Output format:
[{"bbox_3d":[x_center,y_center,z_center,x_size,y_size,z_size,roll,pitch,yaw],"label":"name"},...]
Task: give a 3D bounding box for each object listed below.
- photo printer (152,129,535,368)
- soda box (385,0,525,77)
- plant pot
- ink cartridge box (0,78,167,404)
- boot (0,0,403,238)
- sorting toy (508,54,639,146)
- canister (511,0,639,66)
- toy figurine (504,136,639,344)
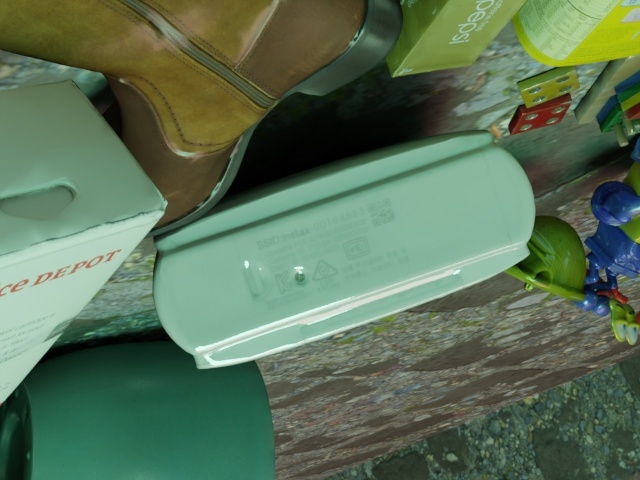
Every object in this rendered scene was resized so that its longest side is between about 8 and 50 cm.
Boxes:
[{"bbox_3d":[0.000,0.000,1.009,0.256,0.107,0.307,-18,-176,-5],"label":"photo printer"},{"bbox_3d":[0.085,-0.160,0.758,0.058,0.061,0.181,-12,163,-21],"label":"soda box"},{"bbox_3d":[-0.213,0.241,1.430,0.235,0.293,0.293,6,155,-27],"label":"plant pot"},{"bbox_3d":[-0.200,0.030,0.661,0.218,0.092,0.158,-44,167,33],"label":"ink cartridge box"},{"bbox_3d":[-0.119,-0.087,0.718,0.264,0.096,0.280,-26,163,28],"label":"boot"},{"bbox_3d":[0.286,-0.124,1.119,0.274,0.046,0.132,-13,164,-12],"label":"sorting toy"},{"bbox_3d":[0.198,-0.173,0.814,0.126,0.073,0.170,-11,165,-19],"label":"canister"},{"bbox_3d":[0.284,-0.046,1.316,0.217,0.191,0.362,-53,145,12],"label":"toy figurine"}]
